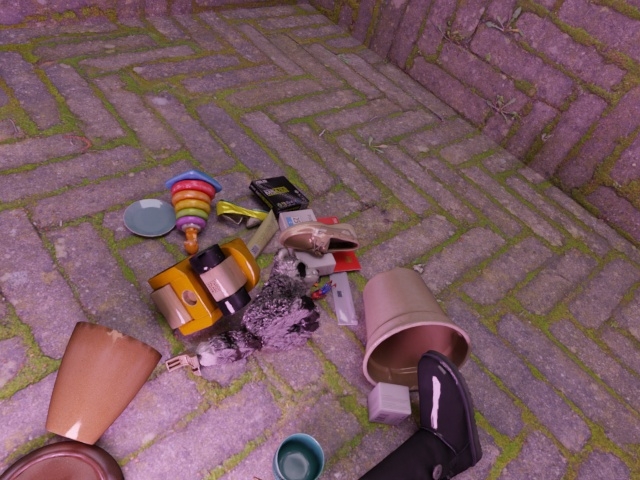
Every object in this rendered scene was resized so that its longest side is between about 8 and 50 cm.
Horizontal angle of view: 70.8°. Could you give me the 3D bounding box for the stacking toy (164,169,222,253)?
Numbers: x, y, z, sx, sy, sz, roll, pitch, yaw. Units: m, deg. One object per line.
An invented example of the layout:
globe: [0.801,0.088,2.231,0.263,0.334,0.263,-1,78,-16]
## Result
stacking toy: [-0.470,-0.088,1.653,0.175,0.166,0.301,30,48,-54]

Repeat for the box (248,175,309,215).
box: [-0.169,-0.190,1.873,0.191,0.045,0.184,-18,59,-47]

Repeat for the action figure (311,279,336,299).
action figure: [0.006,0.185,1.629,0.115,0.030,0.038,-29,58,-31]

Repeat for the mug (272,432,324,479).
mug: [-0.070,0.599,1.185,0.129,0.097,0.158,35,49,13]

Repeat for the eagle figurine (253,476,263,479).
eagle figurine: [-0.101,0.723,0.993,0.225,0.226,0.298,51,48,-27]

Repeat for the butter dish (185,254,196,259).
butter dish: [-0.404,0.107,1.502,0.160,0.118,0.160,20,47,1]

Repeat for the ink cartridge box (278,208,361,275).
ink cartridge box: [0.000,0.000,1.758,0.261,0.066,0.296,-8,50,-21]

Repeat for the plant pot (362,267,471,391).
plant pot: [0.274,0.268,1.478,0.334,0.333,0.305,6,36,-13]

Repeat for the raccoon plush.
raccoon plush: [-0.202,0.186,1.454,0.446,0.216,0.299,-8,45,-24]

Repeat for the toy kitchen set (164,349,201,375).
toy kitchen set: [-0.395,0.372,1.307,0.075,0.083,0.068,-20,100,-32]

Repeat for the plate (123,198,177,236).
plate: [-0.625,-0.080,1.663,0.188,0.024,0.188,9,48,-10]

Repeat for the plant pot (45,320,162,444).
plant pot: [-0.574,0.375,1.158,0.237,0.237,0.254,19,61,-2]

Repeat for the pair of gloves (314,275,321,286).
pair of gloves: [-0.038,0.133,1.674,0.083,0.010,0.074,19,46,-2]

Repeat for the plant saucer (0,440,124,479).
plant saucer: [-0.613,0.613,1.030,0.311,0.050,0.310,10,46,-11]

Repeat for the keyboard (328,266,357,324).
keyboard: [0.079,0.198,1.656,0.072,0.014,0.256,-1,49,-12]

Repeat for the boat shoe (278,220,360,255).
boat shoe: [0.000,0.000,1.640,0.302,0.109,0.098,-1,47,-23]

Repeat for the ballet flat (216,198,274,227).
ballet flat: [-0.295,-0.092,1.750,0.231,0.077,0.077,16,69,-20]

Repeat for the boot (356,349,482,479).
boot: [0.228,0.555,1.204,0.445,0.146,0.367,-22,93,-31]

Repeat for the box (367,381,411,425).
box: [0.206,0.496,1.366,0.102,0.101,0.087,11,47,-10]

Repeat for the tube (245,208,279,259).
tube: [-0.223,-0.008,1.700,0.062,0.070,0.240,33,50,-2]

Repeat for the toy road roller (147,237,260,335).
toy road roller: [-0.332,0.123,1.389,0.202,0.330,0.240,60,28,-9]
